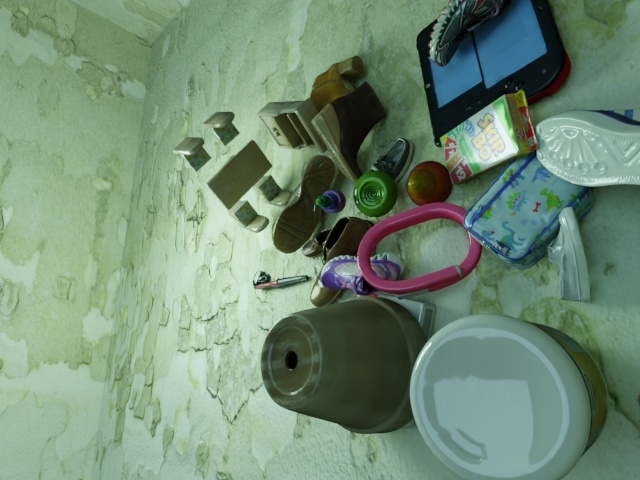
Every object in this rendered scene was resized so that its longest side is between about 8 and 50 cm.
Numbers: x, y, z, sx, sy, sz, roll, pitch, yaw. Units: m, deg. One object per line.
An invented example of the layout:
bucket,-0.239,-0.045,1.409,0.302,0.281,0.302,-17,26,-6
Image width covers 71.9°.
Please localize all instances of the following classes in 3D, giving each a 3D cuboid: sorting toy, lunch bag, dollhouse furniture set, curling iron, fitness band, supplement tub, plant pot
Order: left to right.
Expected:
dollhouse furniture set,-0.188,-0.272,1.452,0.394,0.362,0.257,-49,37,-18
curling iron,-0.143,0.132,1.495,0.274,0.035,0.068,-8,72,46
plant pot,0.035,0.271,0.984,0.324,0.281,0.322,-15,68,42
sorting toy,0.142,-0.125,1.143,0.366,0.126,0.126,-7,91,31
fitness band,0.229,0.021,1.045,0.291,0.054,0.208,-19,59,16
supplement tub,0.322,0.249,0.723,0.241,0.332,0.240,-11,71,35
lunch bag,0.416,-0.064,0.904,0.219,0.090,0.176,-48,45,10

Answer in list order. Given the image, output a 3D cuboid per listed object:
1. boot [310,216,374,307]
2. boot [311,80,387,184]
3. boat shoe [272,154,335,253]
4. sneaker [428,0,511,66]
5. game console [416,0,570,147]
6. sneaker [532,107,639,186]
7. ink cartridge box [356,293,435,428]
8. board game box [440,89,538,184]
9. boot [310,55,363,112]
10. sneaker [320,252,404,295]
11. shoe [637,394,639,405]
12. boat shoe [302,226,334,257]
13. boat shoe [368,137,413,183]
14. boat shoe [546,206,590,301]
boot,0.032,0.062,1.274,0.112,0.115,0.305,42,110,43
boot,0.116,-0.314,1.302,0.207,0.248,0.090,-34,17,-5
boat shoe,-0.047,-0.117,1.431,0.123,0.124,0.341,-62,-4,-76
sneaker,0.368,-0.545,1.038,0.112,0.121,0.299,45,125,14
game console,0.400,-0.462,1.092,0.342,0.060,0.385,-23,61,40
sneaker,0.571,-0.179,0.755,0.323,0.237,0.130,-143,36,-63
ink cartridge box,0.141,0.283,1.122,0.261,0.066,0.295,6,82,46
board game box,0.358,-0.216,0.968,0.259,0.039,0.124,154,104,-69
boot,0.043,-0.444,1.450,0.211,0.104,0.294,-11,67,51
sneaker,0.096,0.099,1.155,0.237,0.095,0.104,-10,33,31
shoe,0.555,0.321,0.675,0.081,0.064,0.177,-26,55,41
boat shoe,0.000,0.000,1.366,0.178,0.060,0.064,-28,58,38
boat shoe,0.174,-0.189,1.232,0.223,0.074,0.080,-58,46,18
boat shoe,0.457,0.029,0.821,0.063,0.066,0.184,-9,111,31
